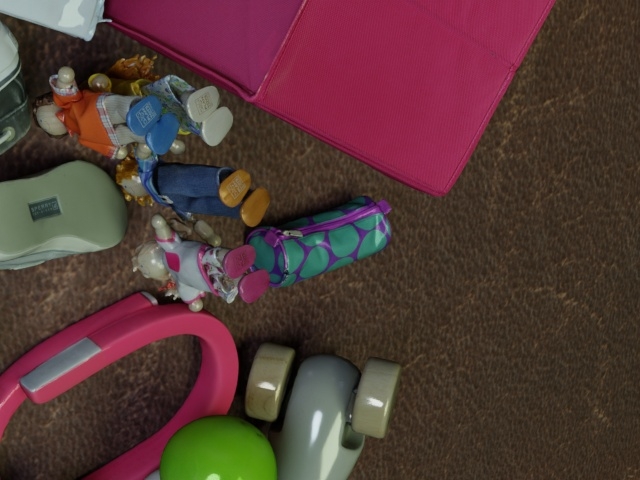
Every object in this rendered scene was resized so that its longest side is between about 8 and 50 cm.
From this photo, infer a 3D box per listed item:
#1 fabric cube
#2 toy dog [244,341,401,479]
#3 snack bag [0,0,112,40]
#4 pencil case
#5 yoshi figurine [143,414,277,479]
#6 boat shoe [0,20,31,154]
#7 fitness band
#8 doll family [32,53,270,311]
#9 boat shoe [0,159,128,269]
[{"bbox_3d":[0.008,-0.222,1.140,0.258,0.254,0.259,21,99,-49],"label":"fabric cube"},{"bbox_3d":[-0.012,0.250,1.489,0.334,0.220,0.161,-60,171,13],"label":"toy dog"},{"bbox_3d":[-0.250,-0.332,0.966,0.342,0.037,0.323,11,102,-44],"label":"snack bag"},{"bbox_3d":[0.000,0.000,1.413,0.151,0.064,0.070,-19,151,-37],"label":"pencil case"},{"bbox_3d":[-0.155,0.291,1.266,0.203,0.203,0.362,55,52,-24],"label":"yoshi figurine"},{"bbox_3d":[-0.342,-0.036,1.010,0.335,0.121,0.119,-38,131,-24],"label":"boat shoe"},{"bbox_3d":[-0.207,0.168,1.329,0.291,0.054,0.209,-29,134,-28],"label":"fitness band"},{"bbox_3d":[-0.129,-0.065,1.152,0.118,0.163,0.263,-51,131,-29],"label":"doll family"},{"bbox_3d":[-0.246,-0.018,1.148,0.227,0.081,0.079,-14,89,-66],"label":"boat shoe"}]
